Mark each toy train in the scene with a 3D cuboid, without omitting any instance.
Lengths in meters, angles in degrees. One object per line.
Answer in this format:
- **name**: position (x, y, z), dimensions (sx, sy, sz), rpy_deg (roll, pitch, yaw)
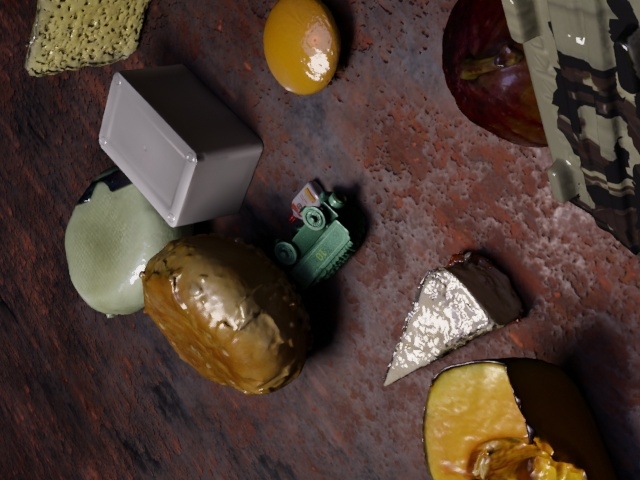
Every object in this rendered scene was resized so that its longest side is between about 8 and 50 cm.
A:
- **toy train**: position (0.000, 0.000, 1.175), dimensions (0.099, 0.070, 0.172), rpy_deg (44, 132, 4)

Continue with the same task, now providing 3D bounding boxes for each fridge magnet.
- **fridge magnet**: position (-0.024, -0.278, 1.118), dimensions (0.143, 0.063, 0.143), rpy_deg (18, 116, 40)

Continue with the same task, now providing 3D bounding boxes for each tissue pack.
- **tissue pack**: position (-0.238, -0.160, 1.315), dimensions (0.246, 0.136, 0.159), rpy_deg (46, 130, 25)

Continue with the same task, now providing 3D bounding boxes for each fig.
- **fig**: position (0.192, -0.180, 0.802), dimensions (0.204, 0.249, 0.186), rpy_deg (50, 145, 26)

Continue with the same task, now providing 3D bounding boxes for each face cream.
- **face cream**: position (-0.024, -0.055, 1.217), dimensions (0.040, 0.021, 0.083), rpy_deg (56, 134, 14)

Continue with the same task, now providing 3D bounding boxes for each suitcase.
- **suitcase**: position (0.318, -0.185, 0.620), dimensions (0.194, 0.339, 0.351), rpy_deg (43, 170, 44)

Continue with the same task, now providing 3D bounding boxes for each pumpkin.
- **pumpkin**: position (0.243, 0.268, 0.955), dimensions (0.169, 0.148, 0.312), rpy_deg (-25, 90, 42)

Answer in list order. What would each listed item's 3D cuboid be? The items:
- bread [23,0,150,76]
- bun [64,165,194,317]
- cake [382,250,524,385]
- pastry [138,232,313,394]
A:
- **bread**: position (-0.452, -0.472, 1.346), dimensions (0.315, 0.279, 0.248), rpy_deg (42, 136, 13)
- **bun**: position (-0.326, 0.002, 1.437), dimensions (0.283, 0.179, 0.283), rpy_deg (-9, 77, 39)
- **cake**: position (0.148, 0.099, 1.047), dimensions (0.220, 0.086, 0.117), rpy_deg (-37, 77, 44)
- **pastry**: position (-0.135, 0.103, 1.242), dimensions (0.315, 0.184, 0.284), rpy_deg (-2, 128, 56)
